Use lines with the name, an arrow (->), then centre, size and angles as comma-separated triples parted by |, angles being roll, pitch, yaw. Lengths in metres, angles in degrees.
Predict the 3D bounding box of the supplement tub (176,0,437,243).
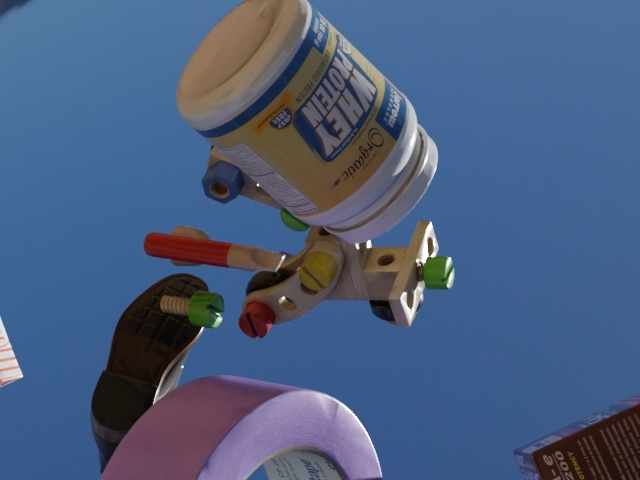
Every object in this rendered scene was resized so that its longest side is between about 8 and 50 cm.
supplement tub -> -0.009, -0.103, 1.219 | 0.144, 0.200, 0.144 | -35, -149, 25

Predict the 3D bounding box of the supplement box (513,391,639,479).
supplement box -> 0.299, 0.170, 1.262 | 0.239, 0.073, 0.130 | -25, 173, -3

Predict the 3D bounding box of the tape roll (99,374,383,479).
tape roll -> -0.062, 0.247, 1.121 | 0.090, 0.274, 0.274 | 7, -133, 37

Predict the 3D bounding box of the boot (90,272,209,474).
boot -> -0.176, 0.134, 1.429 | 0.106, 0.082, 0.219 | 106, 9, -47

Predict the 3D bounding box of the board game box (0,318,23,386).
board game box -> -0.443, 0.123, 1.606 | 0.194, 0.146, 0.045 | -26, 172, 24

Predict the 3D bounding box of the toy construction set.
toy construction set -> 0.000, 0.000, 1.434 | 0.237, 0.257, 0.309 | 8, -163, 23
